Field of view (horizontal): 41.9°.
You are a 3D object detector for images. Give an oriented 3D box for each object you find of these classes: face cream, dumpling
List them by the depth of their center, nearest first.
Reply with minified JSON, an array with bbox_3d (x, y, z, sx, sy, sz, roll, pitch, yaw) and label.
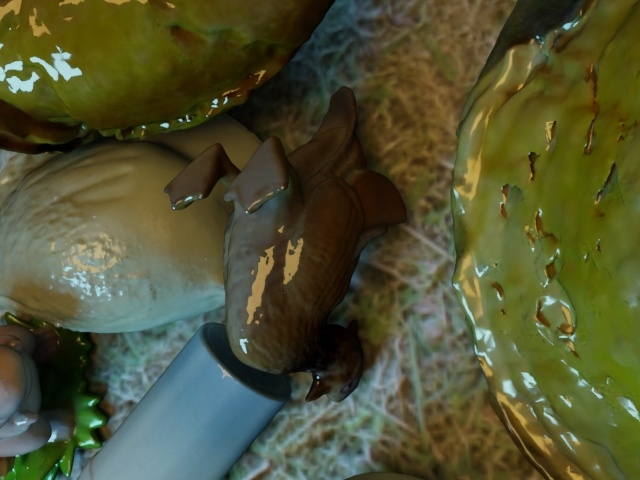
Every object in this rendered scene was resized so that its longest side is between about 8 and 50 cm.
[{"bbox_3d":[-0.131,-0.020,0.556,0.216,0.126,0.166,-10,67,22],"label":"dumpling"},{"bbox_3d":[-0.124,0.170,0.559,0.077,0.077,0.250,44,101,17],"label":"face cream"}]

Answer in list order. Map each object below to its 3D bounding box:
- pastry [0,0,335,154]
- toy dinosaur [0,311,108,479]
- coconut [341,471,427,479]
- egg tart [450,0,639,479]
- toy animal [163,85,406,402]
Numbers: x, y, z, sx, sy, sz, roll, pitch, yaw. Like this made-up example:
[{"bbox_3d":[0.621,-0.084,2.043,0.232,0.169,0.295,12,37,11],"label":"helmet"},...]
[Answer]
[{"bbox_3d":[-0.130,-0.218,0.519,0.356,0.164,0.355,-8,65,18],"label":"pastry"},{"bbox_3d":[-0.229,0.117,0.549,0.194,0.177,0.152,-6,83,21],"label":"toy dinosaur"},{"bbox_3d":[0.027,0.211,0.456,0.161,0.162,0.160,-1,86,19],"label":"coconut"},{"bbox_3d":[0.263,-0.009,0.379,0.444,0.178,0.442,-1,88,19],"label":"egg tart"},{"bbox_3d":[0.000,0.000,0.516,0.089,0.179,0.188,2,52,39],"label":"toy animal"}]
